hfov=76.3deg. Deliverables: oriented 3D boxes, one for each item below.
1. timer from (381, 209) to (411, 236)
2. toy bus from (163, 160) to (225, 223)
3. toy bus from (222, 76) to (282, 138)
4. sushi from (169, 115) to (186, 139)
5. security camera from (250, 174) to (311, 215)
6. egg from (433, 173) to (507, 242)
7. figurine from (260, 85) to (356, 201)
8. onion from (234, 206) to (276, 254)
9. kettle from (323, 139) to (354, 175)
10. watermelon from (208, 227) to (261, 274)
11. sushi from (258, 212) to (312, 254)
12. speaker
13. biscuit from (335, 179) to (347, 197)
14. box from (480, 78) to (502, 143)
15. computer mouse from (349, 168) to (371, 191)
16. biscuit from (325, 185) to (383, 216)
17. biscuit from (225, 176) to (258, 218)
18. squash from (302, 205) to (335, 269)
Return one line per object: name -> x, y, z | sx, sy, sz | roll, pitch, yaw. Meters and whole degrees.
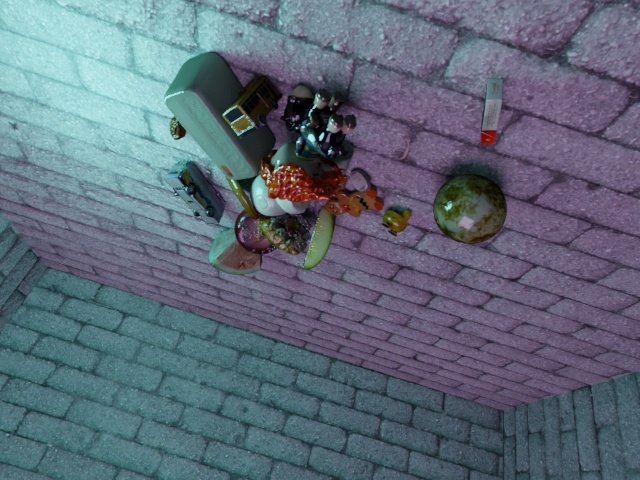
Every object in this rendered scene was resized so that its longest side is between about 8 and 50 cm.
timer -> 0.315, -0.087, 1.689 | 0.107, 0.109, 0.107 | 36, 171, 7
toy bus -> -0.555, -0.211, 1.847 | 0.112, 0.138, 0.317 | 4, 146, 29
toy bus -> -0.216, -0.432, 1.308 | 0.098, 0.201, 0.114 | -15, 127, 40
sushi -> -0.547, -0.440, 1.576 | 0.052, 0.055, 0.120 | 24, 137, 9
security camera -> -0.173, -0.196, 1.643 | 0.236, 0.195, 0.194 | -2, 143, 27
egg -> 0.523, -0.105, 1.421 | 0.238, 0.238, 0.289 | -9, 162, 35
figurine -> -0.046, -0.299, 1.330 | 0.306, 0.241, 0.412 | 31, 126, 22
onion -> -0.287, -0.052, 1.910 | 0.248, 0.248, 0.161 | 43, 172, -34
kettle -> 0.045, -0.289, 1.489 | 0.126, 0.098, 0.148 | 13, 151, -4
watermelon -> -0.413, 0.059, 2.080 | 0.283, 0.250, 0.292 | 21, 150, -16
sushi -> -0.160, -0.065, 1.798 | 0.274, 0.184, 0.139 | 46, 167, -31
speaker -> -0.337, -0.406, 1.407 | 0.183, 0.184, 0.406 | -5, 141, 29
biscuit -> 0.064, -0.222, 1.648 | 0.071, 0.018, 0.147 | 18, 147, 1
box -> 0.488, -0.367, 1.166 | 0.048, 0.100, 0.152 | 9, 146, 17
computer mouse -> 0.155, -0.231, 1.569 | 0.066, 0.039, 0.096 | -31, 98, 39
biscuit -> 0.132, -0.149, 1.691 | 0.250, 0.036, 0.165 | -9, 142, 29
biscuit -> -0.338, -0.195, 1.703 | 0.262, 0.037, 0.262 | 56, 171, 14
squash -> 0.000, 0.000, 1.791 | 0.093, 0.252, 0.169 | 16, 147, -2
